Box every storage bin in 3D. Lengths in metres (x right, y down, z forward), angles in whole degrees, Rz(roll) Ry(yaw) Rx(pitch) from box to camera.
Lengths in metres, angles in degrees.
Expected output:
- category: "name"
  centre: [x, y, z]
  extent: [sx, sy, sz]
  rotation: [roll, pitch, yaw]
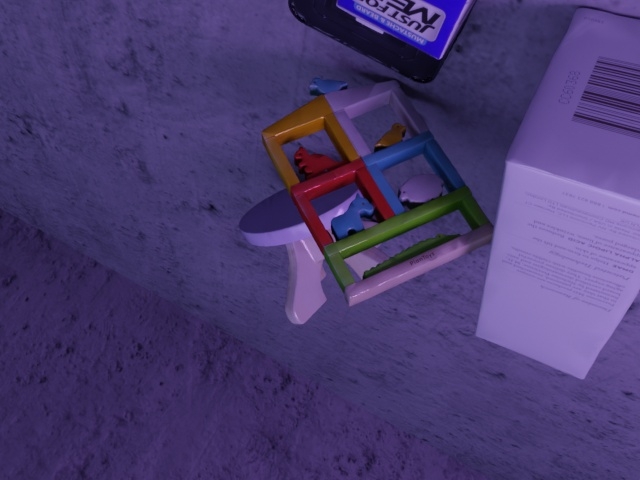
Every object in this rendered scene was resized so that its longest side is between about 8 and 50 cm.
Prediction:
- category: "storage bin"
  centre: [0.067, -0.261, 0.703]
  extent: [0.180, 0.084, 0.122]
  rotation: [29, 156, 4]

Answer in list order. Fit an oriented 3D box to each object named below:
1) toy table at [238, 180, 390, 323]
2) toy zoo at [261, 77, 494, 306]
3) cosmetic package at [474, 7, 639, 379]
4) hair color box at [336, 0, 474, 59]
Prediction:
- category: "toy table"
  centre: [0.000, 0.000, 1.131]
  extent: [0.274, 0.252, 0.161]
  rotation: [7, 131, 60]
- category: "toy zoo"
  centre: [0.054, -0.085, 0.824]
  extent: [0.293, 0.192, 0.030]
  rotation: [61, 167, 24]
- category: "cosmetic package"
  centre: [0.288, -0.026, 0.750]
  extent: [0.156, 0.217, 0.385]
  rotation: [21, 156, 21]
- category: "hair color box"
  centre: [0.119, -0.304, 0.438]
  extent: [0.110, 0.185, 0.339]
  rotation: [28, 155, 5]
